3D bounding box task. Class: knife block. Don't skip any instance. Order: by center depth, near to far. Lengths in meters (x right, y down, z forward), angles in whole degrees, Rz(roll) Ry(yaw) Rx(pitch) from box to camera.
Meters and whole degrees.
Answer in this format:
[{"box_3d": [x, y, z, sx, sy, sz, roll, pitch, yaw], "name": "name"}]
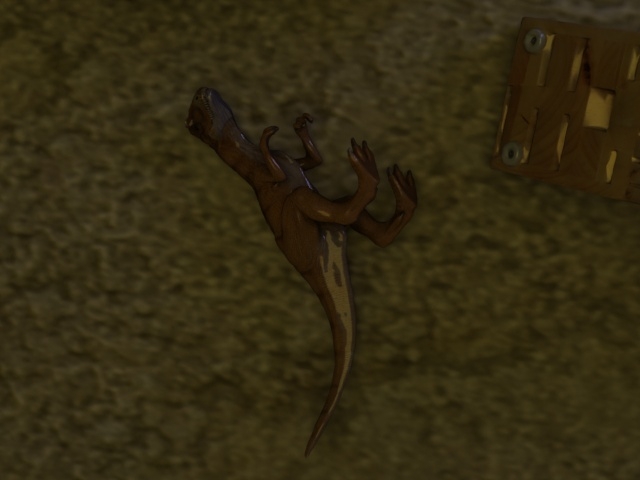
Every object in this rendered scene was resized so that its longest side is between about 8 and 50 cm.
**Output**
[{"box_3d": [0.265, -0.046, 0.830, 0.275, 0.242, 0.088, 18, 98, 49], "name": "knife block"}]

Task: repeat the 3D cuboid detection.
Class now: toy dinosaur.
[{"box_3d": [0.000, 0.000, 0.869, 0.112, 0.064, 0.211, -30, 82, 25], "name": "toy dinosaur"}]
